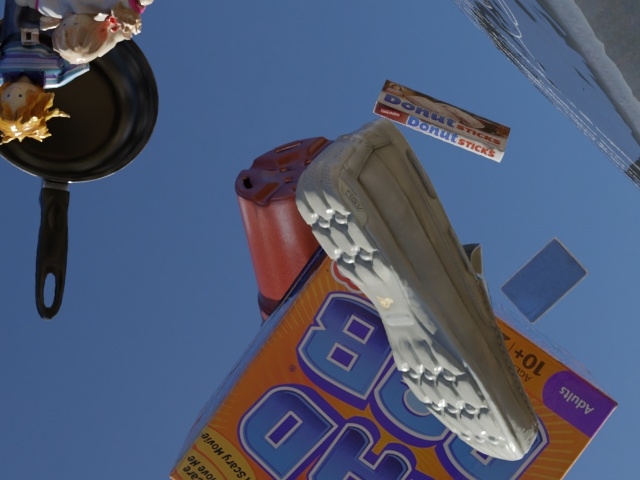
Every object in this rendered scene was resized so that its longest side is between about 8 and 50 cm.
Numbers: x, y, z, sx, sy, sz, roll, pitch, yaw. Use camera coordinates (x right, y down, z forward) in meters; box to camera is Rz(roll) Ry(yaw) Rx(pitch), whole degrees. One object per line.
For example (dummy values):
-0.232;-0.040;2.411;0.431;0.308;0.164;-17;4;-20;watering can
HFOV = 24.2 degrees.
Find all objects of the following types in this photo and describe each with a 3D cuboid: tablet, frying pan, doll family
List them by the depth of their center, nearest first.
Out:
-0.234;-0.152;1.072;0.118;0.263;0.163;71;-157;-61;doll family
-0.242;-0.088;1.511;0.197;0.053;0.326;-15;-102;-25;frying pan
0.237;0.043;1.584;0.054;0.083;0.006;49;-169;13;tablet

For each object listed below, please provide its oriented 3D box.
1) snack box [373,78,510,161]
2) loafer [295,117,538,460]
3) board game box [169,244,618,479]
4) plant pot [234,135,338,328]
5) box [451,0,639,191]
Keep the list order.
0.160;-0.157;1.952;0.178;0.022;0.064;22;-143;2;snack box
0.102;0.044;1.250;0.111;0.112;0.319;-41;-68;-27;loafer
0.082;0.202;1.788;0.356;0.356;0.356;35;-176;-2;board game box
0.000;0.000;2.274;0.272;0.272;0.265;-57;-44;-53;plant pot
0.140;-0.193;0.676;0.293;0.212;0.395;52;-171;32;box
